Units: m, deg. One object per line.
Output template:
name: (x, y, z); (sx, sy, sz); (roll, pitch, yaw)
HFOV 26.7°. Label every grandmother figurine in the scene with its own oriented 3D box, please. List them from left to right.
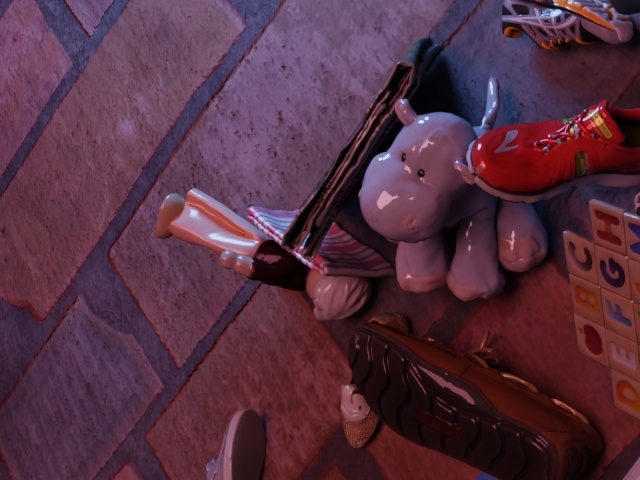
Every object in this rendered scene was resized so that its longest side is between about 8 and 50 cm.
grandmother figurine: (-0.081, 0.024, 2.018); (0.342, 0.208, 0.104); (24, 112, 21)

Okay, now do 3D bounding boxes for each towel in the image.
towel: (0.000, 0.000, 1.977); (0.197, 0.144, 0.029); (36, 115, 40)
towel: (0.066, -0.132, 1.876); (0.056, 0.324, 0.312); (35, 108, 0)

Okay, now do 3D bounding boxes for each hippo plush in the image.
hippo plush: (0.180, -0.059, 1.729); (0.294, 0.236, 0.234); (-47, 71, 6)

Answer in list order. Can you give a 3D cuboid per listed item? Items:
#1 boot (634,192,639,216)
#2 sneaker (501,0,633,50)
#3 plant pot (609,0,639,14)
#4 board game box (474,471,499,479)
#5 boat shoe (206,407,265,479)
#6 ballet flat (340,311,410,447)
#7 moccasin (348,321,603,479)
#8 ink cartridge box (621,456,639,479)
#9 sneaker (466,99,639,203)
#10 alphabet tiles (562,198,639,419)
boot: (0.409, -0.020, 1.667); (0.190, 0.069, 0.086); (-38, 50, 21)
sneaker: (0.325, -0.289, 1.797); (0.215, 0.084, 0.083); (31, 115, 46)
plant pot: (0.466, -0.414, 1.561); (0.235, 0.293, 0.293); (2, 82, 28)
board game box: (0.237, 0.375, 1.754); (0.133, 0.033, 0.169); (48, 118, 33)
boat shoe: (-0.143, 0.369, 2.071); (0.081, 0.079, 0.228); (3, 86, 39)
ballet flat: (0.063, 0.196, 1.928); (0.073, 0.067, 0.206); (21, 95, 44)
moccasin: (0.193, 0.202, 1.768); (0.380, 0.147, 0.139); (19, 114, 39)
ink cartridge box: (0.440, 0.334, 1.553); (0.209, 0.062, 0.109); (46, 111, 38)
sneaker: (0.307, -0.124, 1.631); (0.118, 0.279, 0.107); (116, 139, -57)
alphabet tiles: (0.399, 0.110, 1.535); (0.342, 0.011, 0.285); (28, 136, 55)
